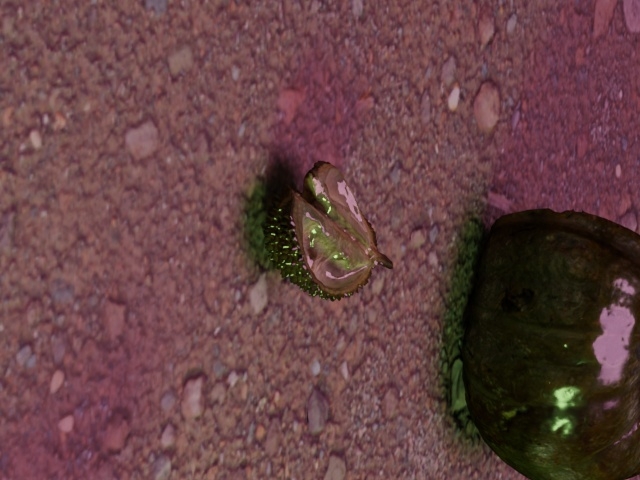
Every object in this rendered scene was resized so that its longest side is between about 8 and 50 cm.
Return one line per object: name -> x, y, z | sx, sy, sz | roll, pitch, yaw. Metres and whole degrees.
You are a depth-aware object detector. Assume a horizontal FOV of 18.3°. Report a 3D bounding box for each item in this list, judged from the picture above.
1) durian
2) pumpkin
durian -> 0.000, -0.002, 1.627 | 0.140, 0.071, 0.110 | 30, 68, -42
pumpkin -> 0.273, 0.132, 1.937 | 0.325, 0.242, 0.232 | 39, 58, -49
